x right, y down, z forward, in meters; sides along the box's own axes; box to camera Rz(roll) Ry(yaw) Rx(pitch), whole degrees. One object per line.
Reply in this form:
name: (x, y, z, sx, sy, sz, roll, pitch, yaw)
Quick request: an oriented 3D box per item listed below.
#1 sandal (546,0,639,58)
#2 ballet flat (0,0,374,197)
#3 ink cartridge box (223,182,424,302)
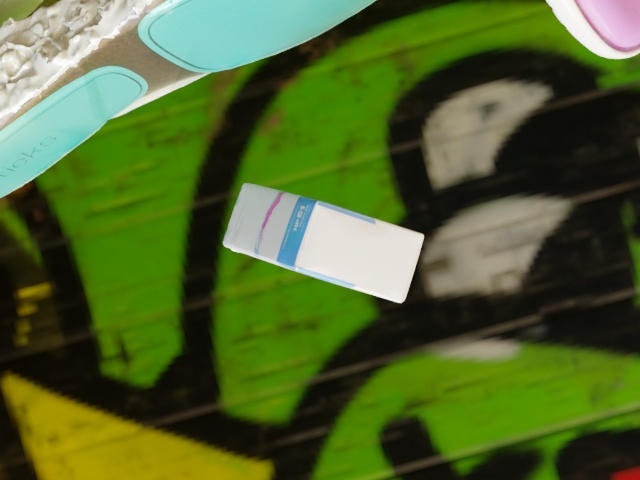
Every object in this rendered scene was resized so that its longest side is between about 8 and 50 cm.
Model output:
sandal: (0.225, -0.303, 1.467, 0.169, 0.102, 0.416, -56, -42, -29)
ballet flat: (-0.137, -0.165, 1.308, 0.147, 0.409, 0.147, 58, -166, -24)
ink cartridge box: (0.000, 0.000, 1.288, 0.122, 0.089, 0.052, 14, 87, 62)
